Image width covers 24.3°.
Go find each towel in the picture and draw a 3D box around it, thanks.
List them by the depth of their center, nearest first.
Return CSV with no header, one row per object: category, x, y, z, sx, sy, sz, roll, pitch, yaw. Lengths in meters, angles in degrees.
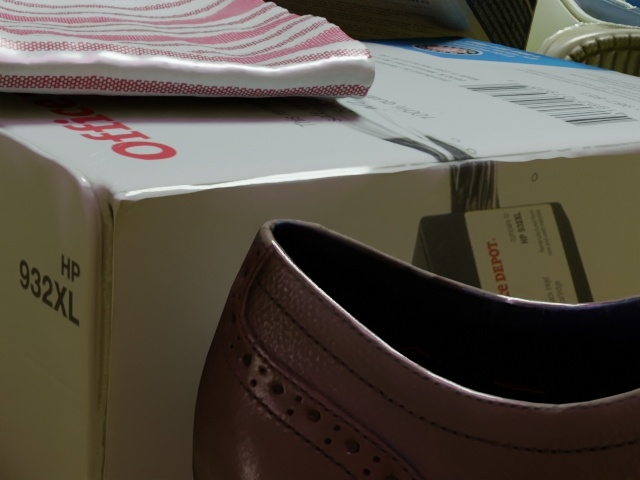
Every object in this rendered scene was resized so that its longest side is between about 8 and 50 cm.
towel,-0.077,-0.083,0.560,0.144,0.029,0.197,-2,16,-18

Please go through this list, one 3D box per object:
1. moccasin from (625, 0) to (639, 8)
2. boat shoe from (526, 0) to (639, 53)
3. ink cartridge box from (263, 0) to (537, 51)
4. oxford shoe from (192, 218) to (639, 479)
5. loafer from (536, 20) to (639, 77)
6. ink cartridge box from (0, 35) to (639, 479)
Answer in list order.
moccasin,0.386,-0.217,1.533,0.116,0.138,0.342,3,29,-24
boat shoe,0.267,-0.194,1.420,0.079,0.095,0.254,-7,21,-33
ink cartridge box,-0.013,-0.160,0.796,0.234,0.088,0.193,14,-6,18
oxford shoe,0.137,0.077,0.348,0.363,0.133,0.130,9,16,12
loafer,0.245,-0.107,1.116,0.268,0.102,0.092,5,11,-38
ink cartridge box,0.000,0.000,0.581,0.307,0.129,0.223,-7,20,-34
